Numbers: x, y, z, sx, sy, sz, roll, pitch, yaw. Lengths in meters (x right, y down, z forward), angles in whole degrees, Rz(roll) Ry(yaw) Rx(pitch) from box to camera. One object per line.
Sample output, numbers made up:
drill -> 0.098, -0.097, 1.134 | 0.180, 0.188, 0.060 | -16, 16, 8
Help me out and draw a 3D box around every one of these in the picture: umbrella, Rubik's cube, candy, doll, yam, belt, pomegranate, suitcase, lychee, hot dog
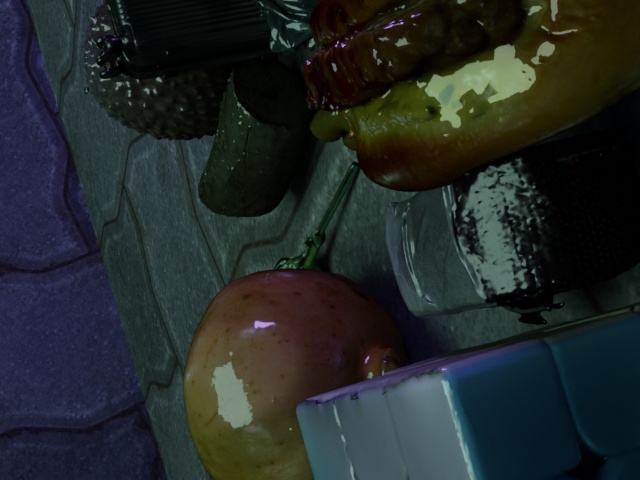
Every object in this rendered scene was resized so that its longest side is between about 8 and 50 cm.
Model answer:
umbrella -> -0.030, -0.355, 1.145 | 0.143, 0.094, 0.348 | -25, 84, 32
Rubik's cube -> 0.190, 0.228, 0.773 | 0.291, 0.292, 0.290 | -31, 73, 62
candy -> 0.000, 0.000, 1.325 | 0.091, 0.083, 0.305 | 63, 142, 32
doll -> 0.061, -0.175, 1.088 | 0.209, 0.137, 0.097 | -30, 31, 59
yam -> -0.101, -0.144, 1.372 | 0.154, 0.154, 0.254 | 62, 145, 29
belt -> 0.176, 0.003, 0.834 | 0.289, 0.184, 0.164 | -21, 87, 69
pomegranate -> -0.011, 0.194, 1.173 | 0.338, 0.338, 0.338 | 37, 133, 54
suitcase -> -0.170, -0.343, 1.234 | 0.128, 0.312, 0.202 | 138, 117, -73
lychee -> -0.238, -0.306, 1.434 | 0.300, 0.300, 0.300 | 37, 133, 54
hot dog -> 0.100, -0.164, 0.757 | 0.185, 0.223, 0.405 | 58, 173, -10
